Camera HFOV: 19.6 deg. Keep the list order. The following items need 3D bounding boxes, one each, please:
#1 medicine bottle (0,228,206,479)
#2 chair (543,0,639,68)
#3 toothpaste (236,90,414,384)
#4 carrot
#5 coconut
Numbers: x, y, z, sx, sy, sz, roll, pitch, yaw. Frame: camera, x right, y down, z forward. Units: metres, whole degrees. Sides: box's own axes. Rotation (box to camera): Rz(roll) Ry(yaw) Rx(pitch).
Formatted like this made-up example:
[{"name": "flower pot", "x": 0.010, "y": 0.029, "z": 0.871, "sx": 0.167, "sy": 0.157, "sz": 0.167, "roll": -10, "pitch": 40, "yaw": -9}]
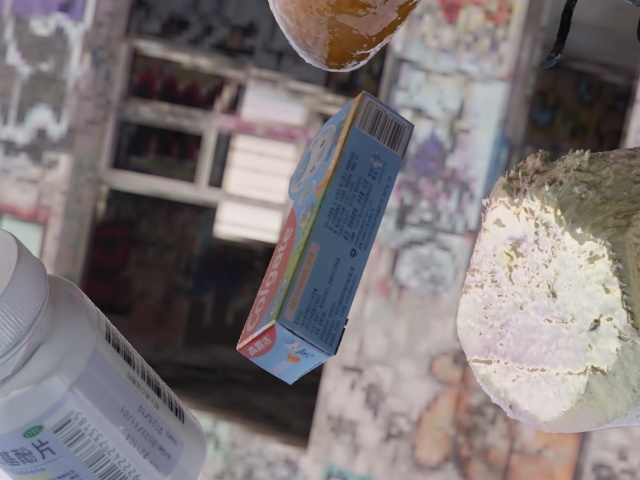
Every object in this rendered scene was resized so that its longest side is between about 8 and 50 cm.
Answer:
[{"name": "medicine bottle", "x": -0.153, "y": 0.086, "z": 1.050, "sx": 0.103, "sy": 0.103, "sz": 0.187, "roll": 20, "pitch": 154, "yaw": 49}, {"name": "chair", "x": 0.310, "y": -0.227, "z": 1.590, "sx": 0.174, "sy": 0.213, "sz": 0.149, "roll": 22, "pitch": 174, "yaw": -24}, {"name": "toothpaste", "x": 0.000, "y": 0.000, "z": 1.158, "sx": 0.044, "sy": 0.193, "sz": 0.070, "roll": 33, "pitch": 141, "yaw": -16}, {"name": "carrot", "x": 0.015, "y": -0.209, "z": 1.140, "sx": 0.159, "sy": 0.225, "sz": 0.159, "roll": 10, "pitch": -144, "yaw": -8}, {"name": "coconut", "x": 0.243, "y": 0.033, "z": 1.445, "sx": 0.245, "sy": 0.233, "sz": 0.233, "roll": -6, "pitch": -163, "yaw": -44}]
